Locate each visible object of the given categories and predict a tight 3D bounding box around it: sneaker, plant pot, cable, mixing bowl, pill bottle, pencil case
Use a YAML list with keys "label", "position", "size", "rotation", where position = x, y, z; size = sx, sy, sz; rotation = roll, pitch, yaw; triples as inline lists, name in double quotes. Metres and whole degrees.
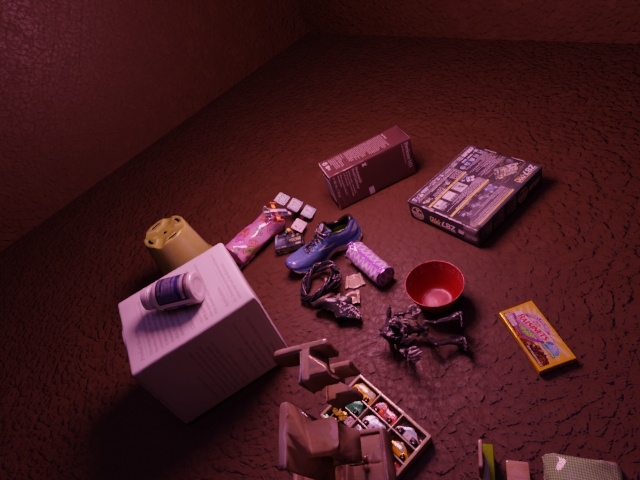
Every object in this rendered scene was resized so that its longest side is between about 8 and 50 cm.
- label: "sneaker"
  position: [0.055, 0.240, 1.456]
  size: [0.170, 0.051, 0.089]
  rotation: [-11, 57, 15]
- label: "plant pot"
  position: [-0.589, 0.046, 1.797]
  size: [0.275, 0.254, 0.276]
  rotation: [-12, 44, 12]
- label: "cable"
  position: [-0.013, 0.148, 1.567]
  size: [0.184, 0.047, 0.150]
  rotation: [-43, 41, -1]
- label: "mixing bowl"
  position: [0.366, 0.164, 1.368]
  size: [0.181, 0.098, 0.182]
  rotation: [-12, 43, 11]
- label: "sneaker"
  position: [0.000, 0.000, 1.661]
  size: [0.330, 0.147, 0.130]
  rotation: [-34, 43, -9]
- label: "pill bottle"
  position: [-0.431, 0.152, 1.253]
  size: [0.169, 0.094, 0.094]
  rotation: [-14, 43, 10]
- label: "pencil case"
  position: [0.176, 0.078, 1.548]
  size: [0.086, 0.088, 0.206]
  rotation: [-38, 45, -12]
- label: "pencil case"
  position: [-0.276, -0.014, 1.825]
  size: [0.124, 0.124, 0.284]
  rotation: [25, 62, 40]

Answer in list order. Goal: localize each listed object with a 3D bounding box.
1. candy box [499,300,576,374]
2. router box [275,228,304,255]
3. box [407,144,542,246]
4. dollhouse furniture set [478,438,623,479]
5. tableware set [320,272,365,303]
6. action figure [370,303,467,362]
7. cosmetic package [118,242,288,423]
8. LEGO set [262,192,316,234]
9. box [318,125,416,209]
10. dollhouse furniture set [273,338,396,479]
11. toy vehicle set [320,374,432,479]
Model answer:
- label: "candy box"
  position: [0.604, 0.268, 1.210]
  size: [0.105, 0.027, 0.206]
  rotation: [-19, 42, 0]
- label: "router box"
  position: [-0.129, 0.007, 1.791]
  size: [0.122, 0.038, 0.092]
  rotation: [-16, 43, 9]
- label: "box"
  position: [0.581, -0.186, 1.630]
  size: [0.395, 0.097, 0.318]
  rotation: [-41, 43, -18]
- label: "dollhouse furniture set"
  position: [0.490, 0.531, 0.902]
  size: [0.301, 0.151, 0.198]
  rotation: [-3, 46, 21]
- label: "tableware set"
  position: [0.078, 0.179, 1.539]
  size: [0.168, 0.020, 0.141]
  rotation: [-10, 44, 14]
- label: "action figure"
  position: [0.281, 0.265, 1.263]
  size: [0.275, 0.141, 0.164]
  rotation: [-6, 83, 12]
- label: "cosmetic package"
  position: [-0.375, 0.291, 1.400]
  size: [0.393, 0.328, 0.329]
  rotation: [-32, 42, -10]
- label: "LEGO set"
  position: [-0.131, -0.121, 1.808]
  size: [0.182, 0.060, 0.244]
  rotation: [27, 39, 2]
- label: "box"
  position: [0.206, -0.312, 1.855]
  size: [0.381, 0.191, 0.143]
  rotation: [-28, 42, -3]
- label: "dollhouse furniture set"
  position: [-0.016, 0.482, 0.960]
  size: [0.256, 0.394, 0.362]
  rotation: [-19, 49, 19]
- label: "toy vehicle set"
  position: [0.144, 0.507, 1.166]
  size: [0.166, 0.035, 0.266]
  rotation: [-41, 45, -18]
